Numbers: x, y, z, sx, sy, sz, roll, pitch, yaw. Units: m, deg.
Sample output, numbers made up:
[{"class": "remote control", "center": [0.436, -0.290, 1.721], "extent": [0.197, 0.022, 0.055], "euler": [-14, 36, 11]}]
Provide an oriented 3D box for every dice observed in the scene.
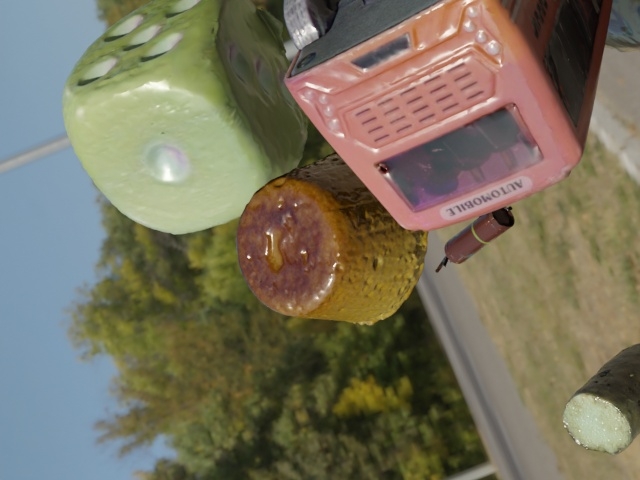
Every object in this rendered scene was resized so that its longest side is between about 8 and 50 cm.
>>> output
[{"class": "dice", "center": [-0.175, -0.177, 1.555], "extent": [0.252, 0.254, 0.250], "euler": [57, -149, -33]}]

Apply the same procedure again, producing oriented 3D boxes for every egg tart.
[{"class": "egg tart", "center": [0.000, 0.000, 1.259], "extent": [0.147, 0.202, 0.203], "euler": [-7, -108, -53]}]

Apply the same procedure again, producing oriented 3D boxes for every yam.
[{"class": "yam", "center": [0.454, 0.231, 1.712], "extent": [0.194, 0.107, 0.107], "euler": [-31, -77, -44]}]

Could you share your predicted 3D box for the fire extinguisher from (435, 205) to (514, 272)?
[{"class": "fire extinguisher", "center": [0.203, -0.003, 1.533], "extent": [0.039, 0.132, 0.056], "euler": [42, -134, -6]}]

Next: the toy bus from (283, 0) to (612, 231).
[{"class": "toy bus", "center": [0.140, -0.214, 1.018], "extent": [0.233, 0.203, 0.427], "euler": [54, -145, -22]}]

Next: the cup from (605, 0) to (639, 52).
[{"class": "cup", "center": [0.403, -0.337, 1.218], "extent": [0.257, 0.227, 0.301], "euler": [33, 126, 55]}]
